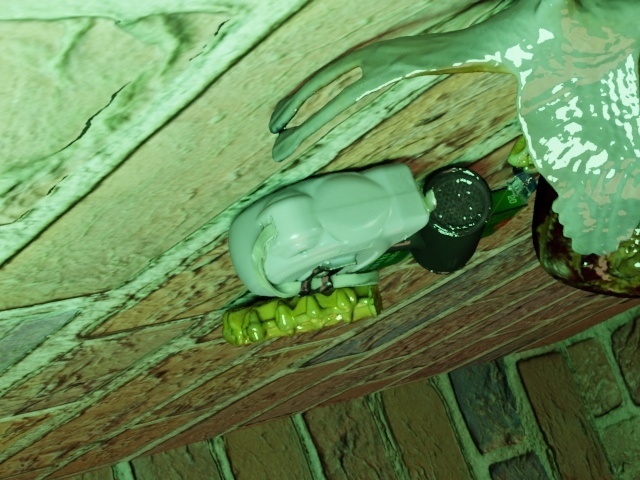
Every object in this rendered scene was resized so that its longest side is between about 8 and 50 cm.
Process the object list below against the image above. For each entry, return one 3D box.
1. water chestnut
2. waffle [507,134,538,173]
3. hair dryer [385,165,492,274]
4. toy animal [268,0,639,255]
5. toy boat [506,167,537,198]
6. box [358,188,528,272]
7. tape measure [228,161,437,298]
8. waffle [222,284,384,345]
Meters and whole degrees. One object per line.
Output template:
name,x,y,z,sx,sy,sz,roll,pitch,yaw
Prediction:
water chestnut,0.360,-0.041,1.756,0.223,0.238,0.224,5,148,3
waffle,0.308,-0.136,1.546,0.204,0.054,0.223,-22,172,-46
hair dryer,0.072,-0.003,1.703,0.251,0.089,0.197,-13,168,-5
toy animal,0.136,-0.155,1.128,0.284,0.225,0.302,5,146,-18
toy boat,0.242,-0.070,1.775,0.038,0.038,0.083,-22,165,6
box,0.139,-0.009,1.877,0.235,0.034,0.132,-16,167,-20
tape measure,0.001,0.001,1.522,0.196,0.105,0.178,-16,168,-27
waffle,-0.030,0.096,1.927,0.219,0.057,0.229,-14,178,6
